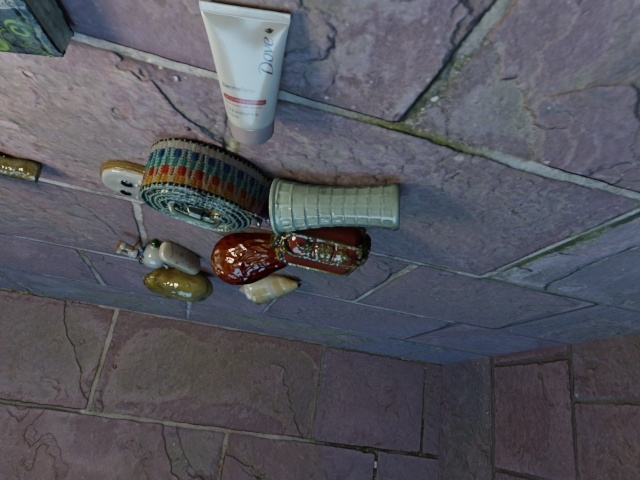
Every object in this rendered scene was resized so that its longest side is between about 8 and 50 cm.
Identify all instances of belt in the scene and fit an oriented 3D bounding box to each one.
[{"bbox_3d":[-0.272,-0.108,1.093,0.294,0.161,0.206,23,154,-32],"label":"belt"}]

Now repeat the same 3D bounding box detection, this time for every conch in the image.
[{"bbox_3d":[-0.216,0.210,1.923,0.254,0.127,0.158,2,157,14],"label":"conch"}]

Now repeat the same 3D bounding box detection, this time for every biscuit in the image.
[{"bbox_3d":[-0.480,-0.146,1.227,0.207,0.049,0.181,9,158,-8],"label":"biscuit"}]

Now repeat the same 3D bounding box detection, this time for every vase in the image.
[{"bbox_3d":[0.039,-0.079,1.100,0.298,0.143,0.143,1,158,10],"label":"vase"}]

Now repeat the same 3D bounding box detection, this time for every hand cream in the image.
[{"bbox_3d":[-0.114,-0.270,0.761,0.133,0.083,0.248,5,149,0],"label":"hand cream"}]

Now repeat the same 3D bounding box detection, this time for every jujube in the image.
[{"bbox_3d":[-0.226,0.052,1.498,0.255,0.190,0.190,-15,154,11],"label":"jujube"}]

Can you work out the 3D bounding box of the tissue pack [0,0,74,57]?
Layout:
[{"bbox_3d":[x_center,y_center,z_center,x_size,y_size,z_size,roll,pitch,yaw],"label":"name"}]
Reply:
[{"bbox_3d":[-0.513,-0.357,0.668,0.235,0.073,0.173,7,158,4],"label":"tissue pack"}]

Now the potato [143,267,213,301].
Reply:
[{"bbox_3d":[-0.612,0.184,1.983,0.295,0.142,0.191,8,175,-4],"label":"potato"}]

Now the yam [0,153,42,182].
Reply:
[{"bbox_3d":[-0.861,-0.210,1.182,0.252,0.061,0.061,17,157,-19],"label":"yam"}]

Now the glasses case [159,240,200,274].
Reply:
[{"bbox_3d":[-0.527,0.068,1.739,0.051,0.081,0.204,-6,157,27],"label":"glasses case"}]

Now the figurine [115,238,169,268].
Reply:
[{"bbox_3d":[-0.650,0.042,1.711,0.197,0.094,0.147,29,129,-26],"label":"figurine"}]

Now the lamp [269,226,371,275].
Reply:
[{"bbox_3d":[0.000,0.000,1.275,0.273,0.177,0.177,11,158,-14],"label":"lamp"}]
